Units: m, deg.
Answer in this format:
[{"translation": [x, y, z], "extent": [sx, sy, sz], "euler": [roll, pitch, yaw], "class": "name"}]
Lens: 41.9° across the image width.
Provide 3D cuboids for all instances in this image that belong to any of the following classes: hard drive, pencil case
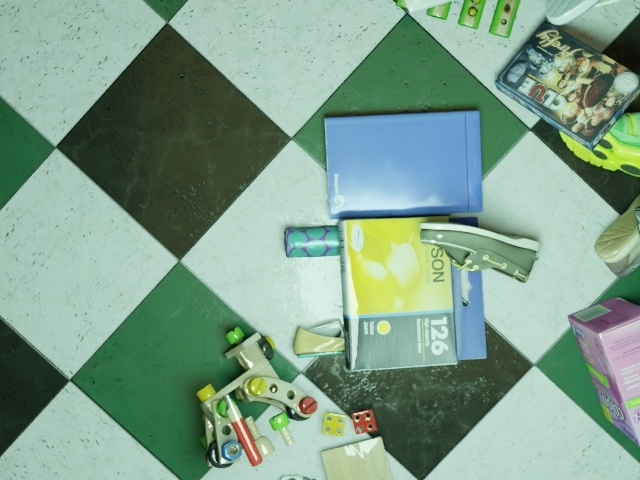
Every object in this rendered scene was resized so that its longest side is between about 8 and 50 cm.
[{"translation": [0.172, -0.157, 1.737], "extent": [0.318, 0.040, 0.210], "euler": [-3, 94, 1], "class": "hard drive"}, {"translation": [0.000, 0.000, 1.739], "extent": [0.151, 0.070, 0.064], "euler": [-3, 129, -1], "class": "pencil case"}]

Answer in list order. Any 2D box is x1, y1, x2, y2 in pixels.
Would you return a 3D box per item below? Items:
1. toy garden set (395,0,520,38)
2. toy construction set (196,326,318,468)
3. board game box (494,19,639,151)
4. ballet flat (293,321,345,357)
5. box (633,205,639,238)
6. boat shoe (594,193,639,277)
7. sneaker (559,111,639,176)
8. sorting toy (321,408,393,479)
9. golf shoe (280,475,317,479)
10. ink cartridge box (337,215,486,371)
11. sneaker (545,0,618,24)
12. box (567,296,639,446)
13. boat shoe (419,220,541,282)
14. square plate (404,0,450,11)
[{"translation": [0.299, -0.547, 1.702], "extent": [0.244, 0.049, 0.204], "euler": [16, 94, 0], "class": "toy garden set"}, {"translation": [-0.159, 0.303, 1.661], "extent": [0.257, 0.309, 0.237], "euler": [-26, 88, -5], "class": "toy construction set"}, {"translation": [0.492, -0.310, 1.664], "extent": [0.243, 0.042, 0.165], "euler": [41, 94, 27], "class": "board game box"}, {"translation": [0.058, 0.207, 1.750], "extent": [0.232, 0.080, 0.073], "euler": [-1, 79, 0], "class": "ballet flat"}, {"translation": [0.788, 0.036, 1.652], "extent": [0.293, 0.073, 0.296], "euler": [-16, 98, -14], "class": "box"}, {"translation": [0.687, -0.037, 1.714], "extent": [0.285, 0.103, 0.092], "euler": [-41, 118, -9], "class": "boat shoe"}, {"translation": [0.624, -0.209, 1.708], "extent": [0.295, 0.109, 0.123], "euler": [25, 60, 7], "class": "sneaker"}, {"translation": [0.079, 0.482, 1.782], "extent": [0.132, 0.046, 0.275], "euler": [-15, 94, 2], "class": "sorting toy"}, {"translation": [-0.068, 0.596, 1.787], "extent": [0.093, 0.077, 0.198], "euler": [16, 88, 11], "class": "golf shoe"}, {"translation": [0.195, 0.104, 1.697], "extent": [0.307, 0.072, 0.304], "euler": [-3, 88, -10], "class": "ink cartridge box"}, {"translation": [0.571, -0.510, 1.676], "extent": [0.258, 0.094, 0.091], "euler": [-39, 133, 6], "class": "sneaker"}, {"translation": [0.617, 0.257, 1.674], "extent": [0.117, 0.213, 0.243], "euler": [-22, 94, 2], "class": "box"}, {"translation": [0.316, 0.022, 1.661], "extent": [0.305, 0.109, 0.091], "euler": [11, 92, -34], "class": "boat shoe"}, {"translation": [0.282, -0.663, 1.654], "extent": [0.344, 0.049, 0.347], "euler": [-18, 90, -10], "class": "square plate"}]
